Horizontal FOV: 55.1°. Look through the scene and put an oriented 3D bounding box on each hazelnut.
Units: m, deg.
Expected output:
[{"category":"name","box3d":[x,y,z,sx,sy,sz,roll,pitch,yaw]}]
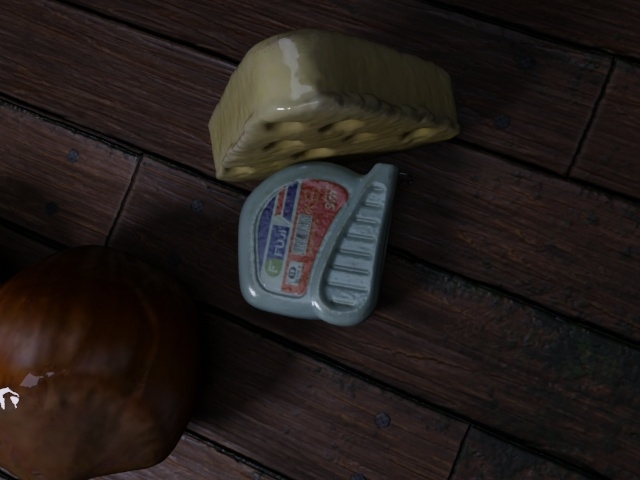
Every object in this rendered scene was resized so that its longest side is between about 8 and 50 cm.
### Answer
[{"category":"hazelnut","box3d":[-0.344,0.174,0.893,0.373,0.315,0.372,3,56,-4]}]

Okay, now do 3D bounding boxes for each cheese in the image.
[{"category":"cheese","box3d":[-0.005,-0.178,0.830,0.384,0.384,0.104,-10,86,9]}]

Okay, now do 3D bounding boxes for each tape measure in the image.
[{"category":"tape measure","box3d":[0.001,0.000,0.927,0.246,0.125,0.243,10,81,8]}]
